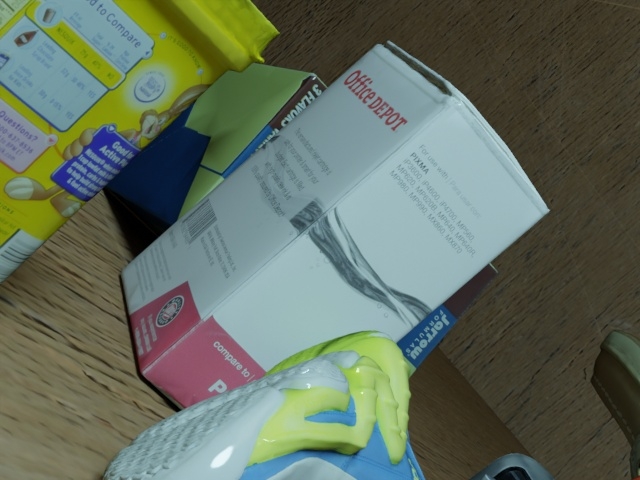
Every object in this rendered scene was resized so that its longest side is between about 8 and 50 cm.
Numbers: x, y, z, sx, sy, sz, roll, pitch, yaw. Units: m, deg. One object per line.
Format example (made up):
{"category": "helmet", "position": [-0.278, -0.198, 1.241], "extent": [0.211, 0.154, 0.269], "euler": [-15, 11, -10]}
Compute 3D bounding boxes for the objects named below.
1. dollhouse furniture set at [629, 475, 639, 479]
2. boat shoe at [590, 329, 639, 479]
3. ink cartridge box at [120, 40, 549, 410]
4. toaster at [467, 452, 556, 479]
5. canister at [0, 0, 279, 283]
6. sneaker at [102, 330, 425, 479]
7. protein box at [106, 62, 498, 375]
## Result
{"category": "dollhouse furniture set", "position": [0.112, 0.155, 0.416], "extent": [0.135, 0.262, 0.259], "euler": [49, -30, 46]}
{"category": "boat shoe", "position": [0.233, 0.167, 0.781], "extent": [0.121, 0.110, 0.341], "euler": [33, 13, -21]}
{"category": "ink cartridge box", "position": [0.000, 0.000, 0.736], "extent": [0.092, 0.218, 0.158], "euler": [46, 5, -22]}
{"category": "toaster", "position": [0.146, 0.235, 0.767], "extent": [0.186, 0.110, 0.168], "euler": [47, 5, -11]}
{"category": "canister", "position": [-0.117, -0.065, 0.493], "extent": [0.126, 0.170, 0.073], "euler": [43, 6, -49]}
{"category": "sneaker", "position": [0.000, 0.115, 0.558], "extent": [0.240, 0.091, 0.126], "euler": [-18, 86, -65]}
{"category": "protein box", "position": [-0.021, -0.010, 0.936], "extent": [0.201, 0.136, 0.200], "euler": [45, -8, -24]}
